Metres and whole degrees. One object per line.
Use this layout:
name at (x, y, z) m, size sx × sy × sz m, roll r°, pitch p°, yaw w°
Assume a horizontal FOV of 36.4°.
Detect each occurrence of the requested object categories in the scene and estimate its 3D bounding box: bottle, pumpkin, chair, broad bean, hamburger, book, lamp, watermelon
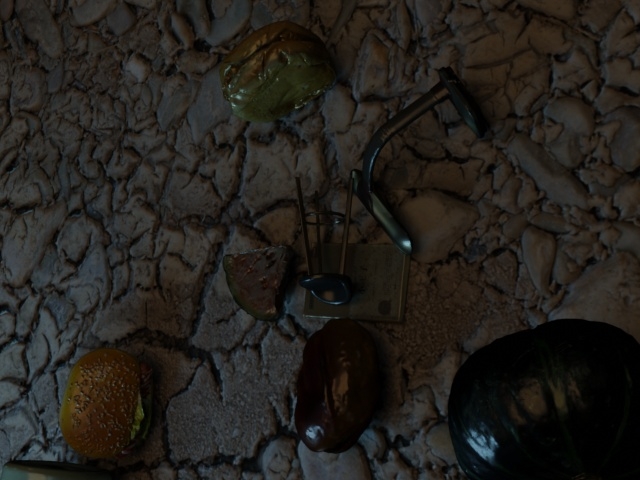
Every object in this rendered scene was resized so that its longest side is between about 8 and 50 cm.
bottle at (-0.516, 0.601, 1.839) m, size 0.229 × 0.229 × 0.351 m, roll -1°, pitch 76°, yaw 32°
pumpkin at (0.330, 0.255, 1.342) m, size 0.315 × 0.315 × 0.238 m, roll -29°, pitch 40°, yaw 24°
chair at (0.001, 0.000, 1.695) m, size 0.104 × 0.095 × 0.221 m, roll -19°, pitch 71°, yaw 51°
broad bean at (0.028, 0.245, 1.639) m, size 0.156 × 0.122 × 0.228 m, roll -7°, pitch 68°, yaw 57°
hamburger at (-0.409, 0.313, 1.878) m, size 0.116 × 0.173 × 0.210 m, roll -177°, pitch 102°, yaw -70°
book at (0.062, 0.073, 1.713) m, size 0.199 × 0.016 × 0.138 m, roll 1°, pitch 81°, yaw 32°
lamp at (0.170, -0.126, 1.624) m, size 0.283 × 0.124 × 0.203 m, roll -42°, pitch 64°, yaw 19°
hamburger at (-0.082, -0.302, 1.774) m, size 0.214 × 0.214 × 0.108 m, roll -31°, pitch 67°, yaw 23°
watermelon at (-0.093, 0.069, 1.785) m, size 0.139 × 0.071 × 0.187 m, roll -43°, pitch 53°, yaw 10°
